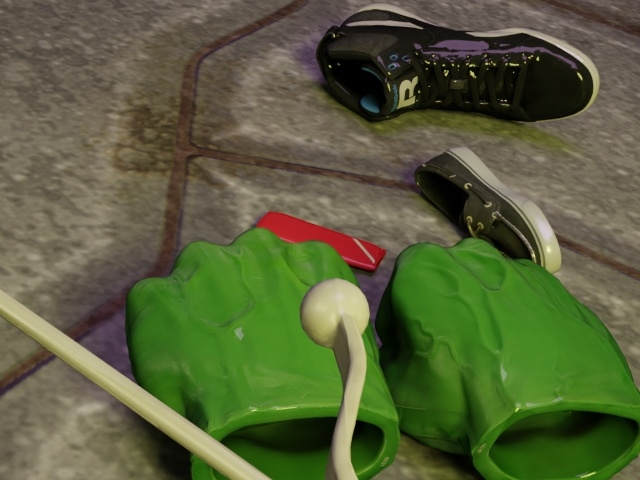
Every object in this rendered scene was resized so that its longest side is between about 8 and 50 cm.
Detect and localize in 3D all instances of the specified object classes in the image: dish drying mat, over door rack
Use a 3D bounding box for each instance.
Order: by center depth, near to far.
[{"bbox_3d":[-0.074,0.112,0.471,0.324,0.239,0.108,23,33,16],"label":"over door rack"},{"bbox_3d":[0.000,0.000,0.923,0.083,0.008,0.032,19,31,10],"label":"dish drying mat"}]

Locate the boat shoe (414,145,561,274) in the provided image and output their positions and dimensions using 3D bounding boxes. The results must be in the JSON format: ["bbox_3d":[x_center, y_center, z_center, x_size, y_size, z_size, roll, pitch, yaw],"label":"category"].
[{"bbox_3d":[0.112,-0.016,0.965,0.040,0.049,0.142,-21,39,-16],"label":"boat shoe"}]

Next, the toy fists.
[{"bbox_3d":[0.034,0.064,0.747,0.279,0.096,0.142,1,42,-22],"label":"toy fists"}]

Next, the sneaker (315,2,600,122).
[{"bbox_3d":[0.100,-0.120,1.110,0.217,0.079,0.121,15,32,20],"label":"sneaker"}]
